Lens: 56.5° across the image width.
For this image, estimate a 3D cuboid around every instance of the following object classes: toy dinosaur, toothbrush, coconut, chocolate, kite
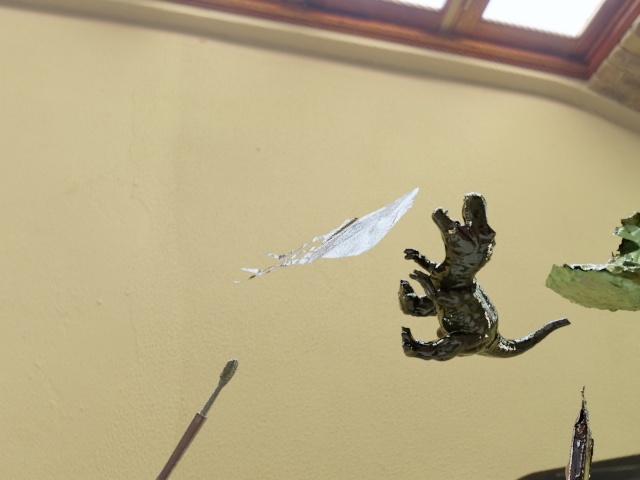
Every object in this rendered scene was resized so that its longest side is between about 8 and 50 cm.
[{"bbox_3d":[0.161,0.053,0.536,0.178,0.187,0.087,0,-136,4],"label":"toy dinosaur"},{"bbox_3d":[-0.153,0.225,0.708,0.014,0.017,0.194,26,-108,16],"label":"toothbrush"},{"bbox_3d":[0.200,0.002,0.323,0.158,0.133,0.055,-28,-100,9],"label":"coconut"},{"bbox_3d":[0.326,0.281,0.755,0.028,0.086,0.182,5,-126,30],"label":"chocolate"},{"bbox_3d":[0.001,0.003,0.614,0.127,0.229,0.016,-40,-75,-46],"label":"kite"}]
